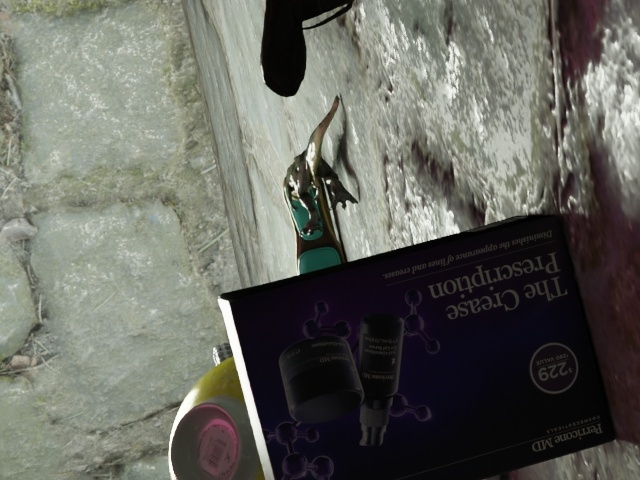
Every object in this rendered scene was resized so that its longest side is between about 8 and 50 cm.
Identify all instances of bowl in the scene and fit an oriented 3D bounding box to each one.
[{"bbox_3d":[-0.096,0.267,1.664,0.156,0.289,0.289,16,-131,-53],"label":"bowl"}]

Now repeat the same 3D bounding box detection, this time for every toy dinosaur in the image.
[{"bbox_3d":[-0.005,-0.082,1.809,0.268,0.064,0.118,123,133,-63],"label":"toy dinosaur"}]

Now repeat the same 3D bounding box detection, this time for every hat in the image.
[{"bbox_3d":[0.015,-0.283,1.188,0.331,0.134,0.331,-2,-90,-85],"label":"hat"}]

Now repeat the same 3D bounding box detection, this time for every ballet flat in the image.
[{"bbox_3d":[0.000,0.000,2.000,0.073,0.080,0.232,-44,-54,-68],"label":"ballet flat"}]

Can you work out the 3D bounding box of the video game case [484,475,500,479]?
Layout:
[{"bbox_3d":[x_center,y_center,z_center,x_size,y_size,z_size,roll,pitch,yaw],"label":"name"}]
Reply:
[{"bbox_3d":[0.111,0.301,1.458,0.206,0.026,0.226,22,114,50],"label":"video game case"}]

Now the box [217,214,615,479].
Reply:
[{"bbox_3d":[0.072,0.099,1.032,0.103,0.261,0.184,-173,68,-80],"label":"box"}]

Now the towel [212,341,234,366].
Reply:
[{"bbox_3d":[-0.022,0.218,1.906,0.283,0.235,0.121,-123,24,-64],"label":"towel"}]
